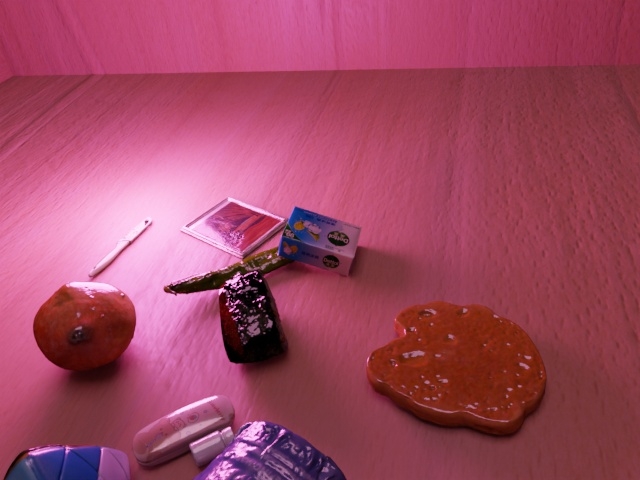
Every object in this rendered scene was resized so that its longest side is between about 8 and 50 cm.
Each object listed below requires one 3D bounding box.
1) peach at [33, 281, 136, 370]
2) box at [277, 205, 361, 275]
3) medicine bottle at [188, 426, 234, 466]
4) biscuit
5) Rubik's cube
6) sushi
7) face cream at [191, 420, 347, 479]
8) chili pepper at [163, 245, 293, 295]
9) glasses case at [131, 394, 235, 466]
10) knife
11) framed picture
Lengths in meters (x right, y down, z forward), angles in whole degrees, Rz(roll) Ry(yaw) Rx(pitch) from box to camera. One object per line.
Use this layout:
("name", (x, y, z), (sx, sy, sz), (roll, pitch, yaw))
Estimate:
("peach", (-0.523, 0.189, 1.252), (0.233, 0.232, 0.232), (-5, 37, 4))
("box", (-0.001, 0.000, 1.484), (0.194, 0.073, 0.139), (17, 39, 1))
("medicine bottle", (-0.204, 0.391, 1.067), (0.083, 0.047, 0.047), (-21, 39, -19))
("biscuit", (0.278, 0.249, 1.164), (0.352, 0.057, 0.312), (5, 38, 13))
("Rubik's cube", (-0.435, 0.485, 0.913), (0.255, 0.254, 0.254), (-5, 37, 4))
("sushi", (-0.153, 0.174, 1.274), (0.126, 0.136, 0.225), (-17, 42, 2))
("face cream", (-0.091, 0.427, 0.833), (0.249, 0.248, 0.225), (17, 41, 29))
("chili pepper", (-0.229, 0.085, 1.452), (0.359, 0.076, 0.085), (-19, 34, -26))
("glasses case", (-0.266, 0.370, 1.100), (0.204, 0.051, 0.081), (-23, 37, -20))
("knife", (-0.588, 0.014, 1.655), (0.043, 0.019, 0.293), (9, 39, 23))
("framed picture", (-0.257, -0.049, 1.685), (0.273, 0.016, 0.216), (21, 45, 32))
